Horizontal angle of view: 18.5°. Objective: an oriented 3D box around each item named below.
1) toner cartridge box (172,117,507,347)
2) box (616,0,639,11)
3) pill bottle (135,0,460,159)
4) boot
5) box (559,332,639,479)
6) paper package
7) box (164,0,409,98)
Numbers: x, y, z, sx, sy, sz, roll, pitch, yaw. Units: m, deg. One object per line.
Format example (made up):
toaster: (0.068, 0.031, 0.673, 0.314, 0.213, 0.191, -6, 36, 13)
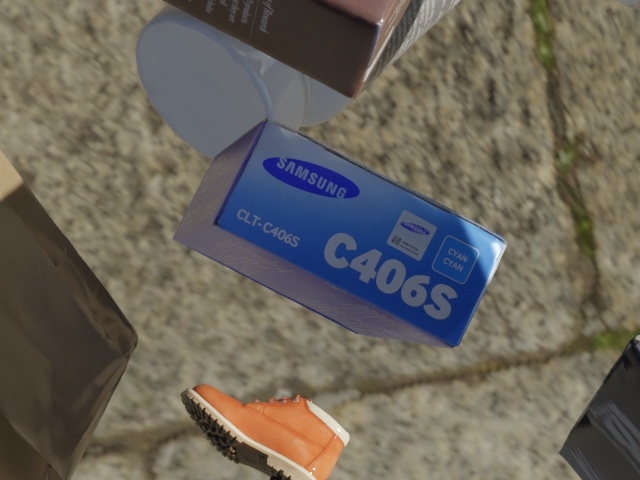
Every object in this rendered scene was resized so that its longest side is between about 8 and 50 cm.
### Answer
toner cartridge box: (0.000, 0.000, 1.309, 0.165, 0.348, 0.075, 26, 85, -7)
box: (0.348, -0.272, 1.455, 0.231, 0.127, 0.262, 21, 89, -8)
pill bottle: (-0.003, -0.242, 1.945, 0.204, 0.204, 0.361, 30, 53, 22)
boot: (-0.051, 0.167, 1.797, 0.158, 0.059, 0.084, 32, 64, 13)
box: (0.328, 0.069, 0.645, 0.395, 0.097, 0.318, -32, 70, -24)
paper package: (-0.320, 0.023, 1.242, 0.325, 0.309, 0.168, 16, 66, 27)
box: (-0.092, -0.288, 1.472, 0.381, 0.143, 0.191, 27, 69, 1)
